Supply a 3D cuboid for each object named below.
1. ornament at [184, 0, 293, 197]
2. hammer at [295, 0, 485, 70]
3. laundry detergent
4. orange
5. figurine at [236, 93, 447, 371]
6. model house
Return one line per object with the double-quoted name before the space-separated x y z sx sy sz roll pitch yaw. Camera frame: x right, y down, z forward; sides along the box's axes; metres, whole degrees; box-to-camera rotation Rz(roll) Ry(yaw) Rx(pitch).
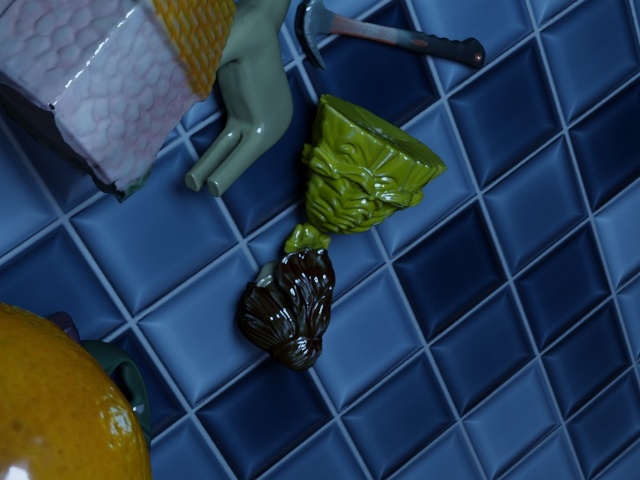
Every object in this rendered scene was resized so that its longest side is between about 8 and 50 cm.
"ornament" -0.082 -0.207 1.223 0.245 0.061 0.230 -49 141 -37
"hammer" 0.093 -0.251 1.356 0.288 0.033 0.111 4 108 -34
"laundry detergent" -0.273 0.180 1.285 0.144 0.078 0.221 -17 117 -28
"orange" -0.350 0.265 1.071 0.326 0.424 0.424 5 110 -62
"figurine" -0.003 -0.003 1.352 0.315 0.168 0.187 -58 168 14
"model house" -0.214 -0.209 1.050 0.237 0.237 0.202 -50 150 -9
